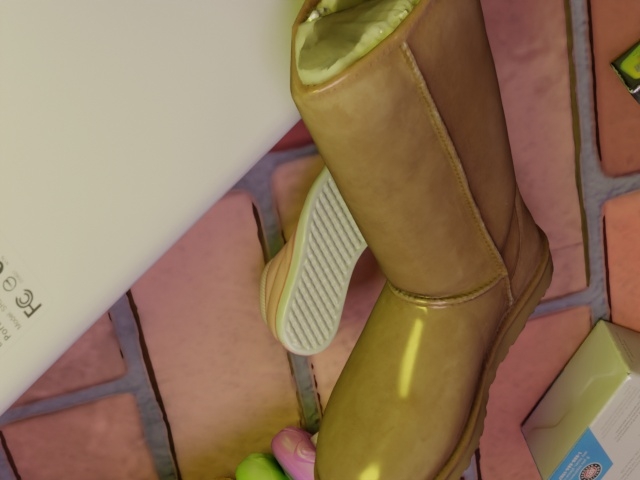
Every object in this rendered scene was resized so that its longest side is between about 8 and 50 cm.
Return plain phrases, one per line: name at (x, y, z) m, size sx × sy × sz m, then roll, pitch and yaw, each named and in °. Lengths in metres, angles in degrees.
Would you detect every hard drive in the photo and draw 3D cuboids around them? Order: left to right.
hard drive at (-0.141, -0.072, 0.816) m, size 0.353 × 0.047 × 0.233 m, roll -46°, pitch 130°, yaw -17°

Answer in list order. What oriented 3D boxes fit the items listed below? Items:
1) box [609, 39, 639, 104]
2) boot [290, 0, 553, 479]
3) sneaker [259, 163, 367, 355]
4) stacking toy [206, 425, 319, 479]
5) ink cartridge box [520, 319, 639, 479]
box at (0.286, -0.127, 1.000) m, size 0.207 × 0.036 × 0.114 m, roll -39°, pitch 125°, yaw 14°
boot at (0.034, -0.003, 0.918) m, size 0.089 × 0.236 × 0.269 m, roll 13°, pitch 148°, yaw 28°
sneaker at (0.000, 0.000, 1.016) m, size 0.051 × 0.070 × 0.134 m, roll 22°, pitch 88°, yaw -18°
stacking toy at (-0.011, 0.183, 1.097) m, size 0.302 × 0.166 × 0.175 m, roll -47°, pitch 121°, yaw 2°
ink cartridge box at (0.241, 0.133, 1.162) m, size 0.180 × 0.060 × 0.104 m, roll 20°, pitch 117°, yaw -26°
